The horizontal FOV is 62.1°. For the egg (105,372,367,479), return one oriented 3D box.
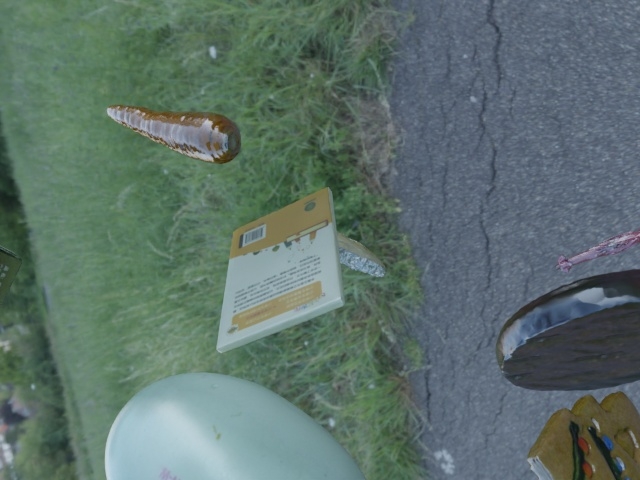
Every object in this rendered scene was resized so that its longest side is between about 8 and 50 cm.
[{"bbox_3d":[-0.096,0.310,0.684,0.370,0.230,0.230,25,123,3],"label":"egg"}]

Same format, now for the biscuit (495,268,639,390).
[{"bbox_3d":[0.551,0.187,1.051,0.407,0.407,0.091,-46,37,42],"label":"biscuit"}]

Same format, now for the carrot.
[{"bbox_3d":[-0.161,-0.118,0.551,0.216,0.048,0.048,20,114,35],"label":"carrot"}]

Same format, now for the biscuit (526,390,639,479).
[{"bbox_3d":[0.417,0.345,0.766,0.043,0.301,0.278,-40,41,47],"label":"biscuit"}]

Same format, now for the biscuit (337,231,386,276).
[{"bbox_3d":[0.001,-0.002,1.137,0.141,0.289,0.038,-89,18,-68],"label":"biscuit"}]

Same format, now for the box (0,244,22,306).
[{"bbox_3d":[-0.790,0.161,0.938,0.372,0.138,0.420,10,71,20],"label":"box"}]

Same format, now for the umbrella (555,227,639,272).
[{"bbox_3d":[0.445,0.011,0.819,0.165,0.027,0.025,-24,44,13],"label":"umbrella"}]

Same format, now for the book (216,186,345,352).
[{"bbox_3d":[-0.066,0.035,0.873,0.207,0.295,0.020,-23,125,14],"label":"book"}]
